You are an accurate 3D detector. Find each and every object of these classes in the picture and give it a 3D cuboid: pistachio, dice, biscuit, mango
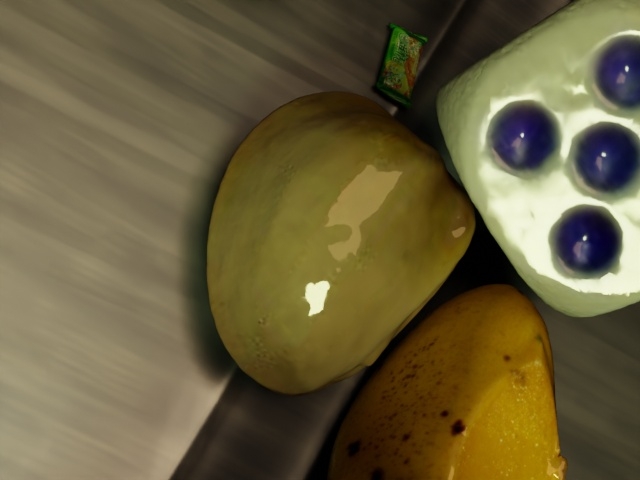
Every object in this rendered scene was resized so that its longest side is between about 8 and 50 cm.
[{"bbox_3d":[0.000,0.000,0.935,0.213,0.163,0.260,37,75,8],"label":"pistachio"},{"bbox_3d":[0.270,-0.097,1.002,0.251,0.243,0.259,59,18,-3],"label":"dice"},{"bbox_3d":[0.082,-0.181,1.099,0.046,0.016,0.089,24,67,-21],"label":"biscuit"},{"bbox_3d":[0.106,0.170,0.921,0.160,0.191,0.290,34,68,-25],"label":"mango"}]
